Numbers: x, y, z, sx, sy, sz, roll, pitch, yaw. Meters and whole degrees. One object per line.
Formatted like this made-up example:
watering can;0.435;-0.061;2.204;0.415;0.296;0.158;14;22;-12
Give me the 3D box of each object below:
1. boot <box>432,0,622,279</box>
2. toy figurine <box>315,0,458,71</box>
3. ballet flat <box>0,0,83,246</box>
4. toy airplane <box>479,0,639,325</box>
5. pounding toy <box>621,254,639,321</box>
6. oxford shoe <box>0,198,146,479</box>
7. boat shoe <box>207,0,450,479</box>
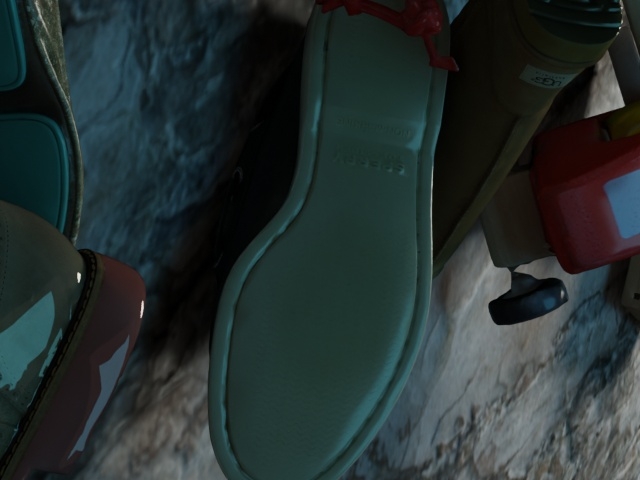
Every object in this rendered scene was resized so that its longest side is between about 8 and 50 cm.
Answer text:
boot;0.100;-0.137;1.295;0.269;0.089;0.236;123;-22;-54
toy figurine;0.078;-0.299;1.090;0.362;0.191;0.217;-48;149;5
ballet flat;-0.149;-0.076;0.996;0.067;0.073;0.206;-57;149;-60
toy airplane;0.292;-0.073;1.555;0.386;0.272;0.384;42;43;-43
pounding toy;0.340;-0.025;1.831;0.181;0.094;0.206;35;67;-62
oxford shoe;-0.217;0.135;0.922;0.130;0.123;0.348;35;69;-24
boat shoe;-0.004;-0.002;1.230;0.113;0.127;0.340;146;-47;-71
